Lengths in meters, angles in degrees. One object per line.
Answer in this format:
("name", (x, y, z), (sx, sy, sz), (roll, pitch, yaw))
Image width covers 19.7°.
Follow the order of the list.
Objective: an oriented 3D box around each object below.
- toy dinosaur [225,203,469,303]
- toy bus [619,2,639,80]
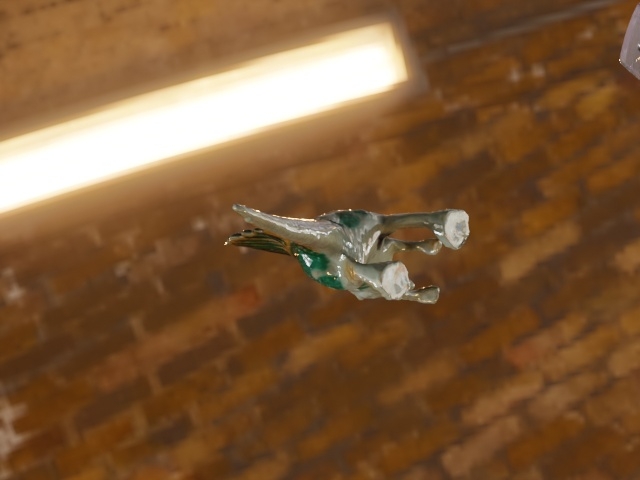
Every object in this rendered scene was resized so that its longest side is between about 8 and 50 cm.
("toy dinosaur", (-0.001, 0.004, 0.857), (0.187, 0.044, 0.106), (6, 177, -42))
("toy bus", (0.249, -0.106, 1.179), (0.072, 0.057, 0.172), (9, -158, -18))
